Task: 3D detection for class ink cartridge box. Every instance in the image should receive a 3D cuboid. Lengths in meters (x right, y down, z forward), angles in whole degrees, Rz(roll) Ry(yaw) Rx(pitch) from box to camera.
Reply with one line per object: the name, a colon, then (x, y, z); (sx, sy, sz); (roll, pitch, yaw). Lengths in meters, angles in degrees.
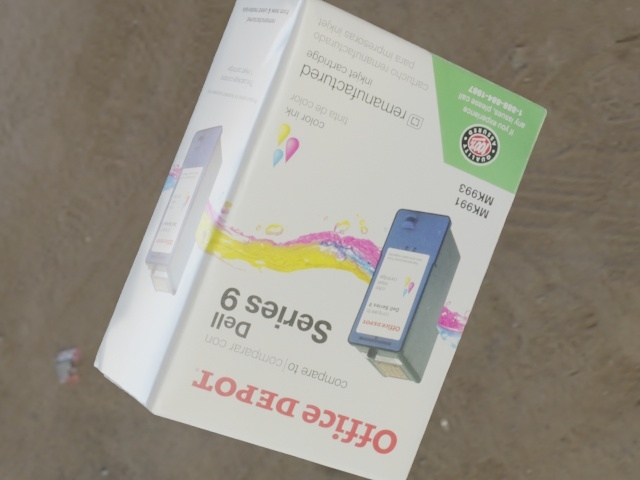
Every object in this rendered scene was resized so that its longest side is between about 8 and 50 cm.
ink cartridge box: (0.000, 0.000, 0.720); (0.093, 0.154, 0.212); (23, 91, 63)
